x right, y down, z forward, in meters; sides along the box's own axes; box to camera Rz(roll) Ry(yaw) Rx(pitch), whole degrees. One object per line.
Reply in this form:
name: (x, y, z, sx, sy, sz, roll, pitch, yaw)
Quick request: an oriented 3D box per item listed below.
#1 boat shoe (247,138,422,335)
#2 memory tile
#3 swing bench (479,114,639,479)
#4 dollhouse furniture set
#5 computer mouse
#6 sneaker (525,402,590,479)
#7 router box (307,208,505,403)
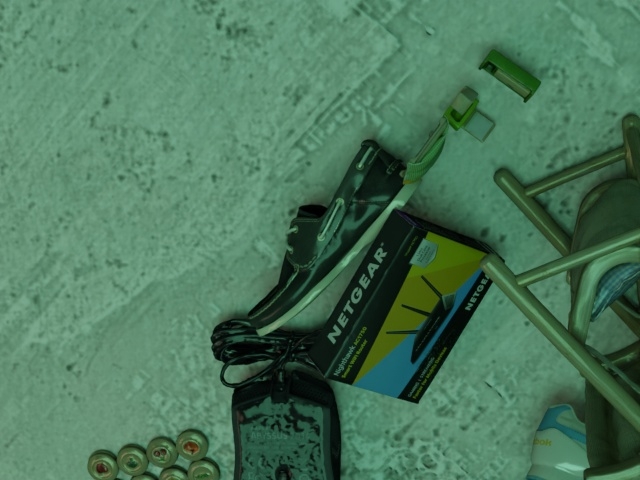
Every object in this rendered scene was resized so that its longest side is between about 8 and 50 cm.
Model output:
boat shoe: (0.000, 0.000, 1.492, 0.079, 0.084, 0.233, 41, 105, -4)
memory tile: (-0.182, 0.276, 1.658, 0.148, 0.012, 0.113, -15, 108, 13)
swing bench: (0.277, 0.054, 1.376, 0.165, 0.253, 0.255, -22, 106, 16)
dollhouse furniture set: (0.143, -0.106, 1.415, 0.058, 0.076, 0.152, 37, 80, 1)
computer mouse: (-0.026, 0.218, 1.589, 0.188, 0.072, 0.272, 4, 99, 9)
sneaker: (0.330, 0.235, 1.524, 0.228, 0.087, 0.092, 16, 79, -12)
router box: (0.086, 0.069, 1.474, 0.133, 0.046, 0.179, 19, 107, -37)
